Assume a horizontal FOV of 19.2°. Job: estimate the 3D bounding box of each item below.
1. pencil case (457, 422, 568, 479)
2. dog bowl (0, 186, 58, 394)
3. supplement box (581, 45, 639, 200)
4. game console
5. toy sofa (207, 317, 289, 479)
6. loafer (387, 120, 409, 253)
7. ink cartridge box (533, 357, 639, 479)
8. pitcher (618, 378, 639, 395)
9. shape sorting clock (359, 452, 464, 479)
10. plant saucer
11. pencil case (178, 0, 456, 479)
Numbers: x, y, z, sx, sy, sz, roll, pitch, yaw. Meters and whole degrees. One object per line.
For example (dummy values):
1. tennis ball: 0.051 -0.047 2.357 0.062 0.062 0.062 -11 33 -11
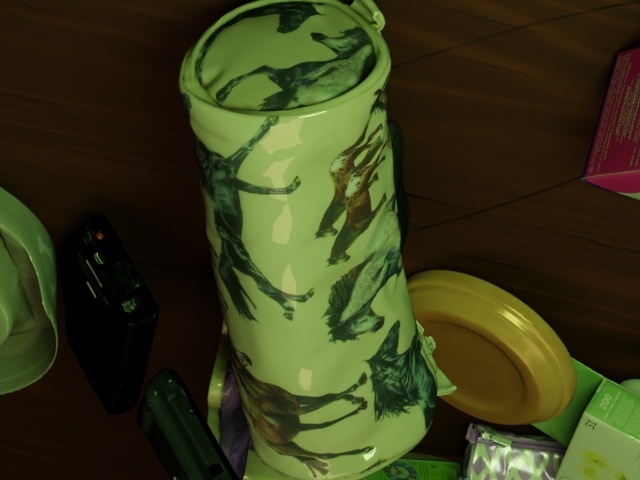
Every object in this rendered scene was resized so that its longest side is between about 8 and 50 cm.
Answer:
1. pencil case: 0.252 0.243 2.046 0.206 0.086 0.088 6 125 3
2. dog bowl: -0.418 0.031 1.852 0.349 0.102 0.349 7 149 4
3. supplement box: 0.293 -0.084 1.400 0.111 0.114 0.220 17 177 -12
4. game console: -0.154 0.160 1.802 0.044 0.361 0.213 -23 159 -22
5. toy sofa: -0.029 0.159 1.890 0.150 0.177 0.362 9 147 0
6. loafer: 0.034 -0.028 1.678 0.078 0.080 0.220 8 139 10
7. ink cartridge box: 0.261 0.191 1.899 0.235 0.056 0.171 28 150 11
8. pitcher: 0.407 0.211 1.933 0.178 0.125 0.207 3 142 45
9. shape sorting clock: 0.099 0.292 2.061 0.206 0.206 0.040 9 116 0
10. plant saucer: 0.151 0.112 1.827 0.200 0.037 0.200 25 146 18
11. pencil case: 0.000 0.000 1.543 0.160 0.183 0.410 33 144 42
